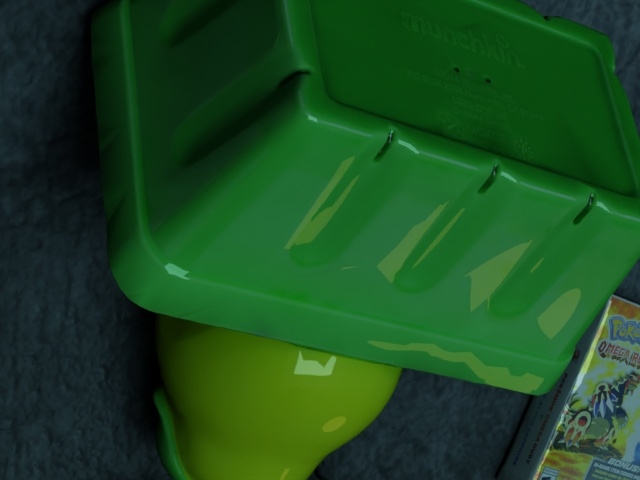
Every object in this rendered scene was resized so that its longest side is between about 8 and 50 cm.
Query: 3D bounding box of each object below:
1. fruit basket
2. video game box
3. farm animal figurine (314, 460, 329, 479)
[{"bbox_3d":[0.000,0.000,1.116,0.392,0.283,0.392,-6,147,-4],"label":"fruit basket"},{"bbox_3d":[0.272,0.152,1.399,0.205,0.048,0.187,20,93,-33],"label":"video game box"},{"bbox_3d":[0.007,0.339,1.230,0.330,0.172,0.327,-10,110,-27],"label":"farm animal figurine"}]
